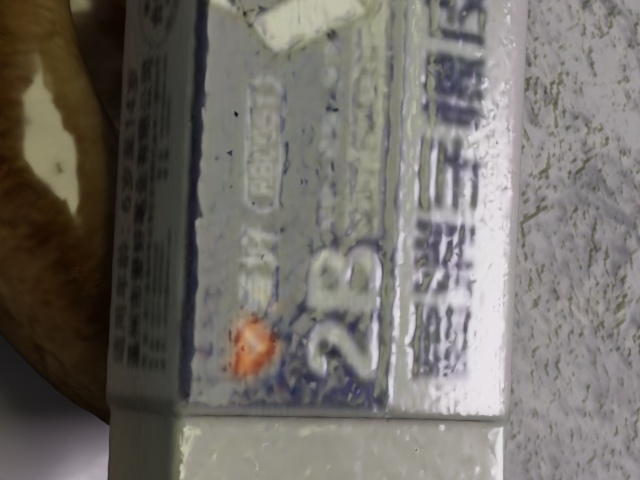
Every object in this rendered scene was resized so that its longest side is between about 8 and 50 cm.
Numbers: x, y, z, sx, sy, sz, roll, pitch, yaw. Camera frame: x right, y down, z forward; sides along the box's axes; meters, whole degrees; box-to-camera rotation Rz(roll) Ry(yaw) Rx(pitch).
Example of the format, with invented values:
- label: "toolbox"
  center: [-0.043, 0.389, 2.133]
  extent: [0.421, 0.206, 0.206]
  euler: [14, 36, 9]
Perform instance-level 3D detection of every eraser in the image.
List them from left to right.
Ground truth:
- label: "eraser"
  center: [0.000, 0.000, 0.574]
  extent: [0.124, 0.068, 0.210]
  euler: [5, 86, -31]

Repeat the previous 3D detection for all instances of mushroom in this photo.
- label: "mushroom"
  center: [-0.044, -0.054, 0.679]
  extent: [0.278, 0.146, 0.278]
  euler: [28, 49, -37]

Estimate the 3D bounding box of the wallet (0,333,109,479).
- label: "wallet"
  center: [-0.091, 0.083, 0.681]
  extent: [0.183, 0.032, 0.124]
  euler: [18, 65, -36]
